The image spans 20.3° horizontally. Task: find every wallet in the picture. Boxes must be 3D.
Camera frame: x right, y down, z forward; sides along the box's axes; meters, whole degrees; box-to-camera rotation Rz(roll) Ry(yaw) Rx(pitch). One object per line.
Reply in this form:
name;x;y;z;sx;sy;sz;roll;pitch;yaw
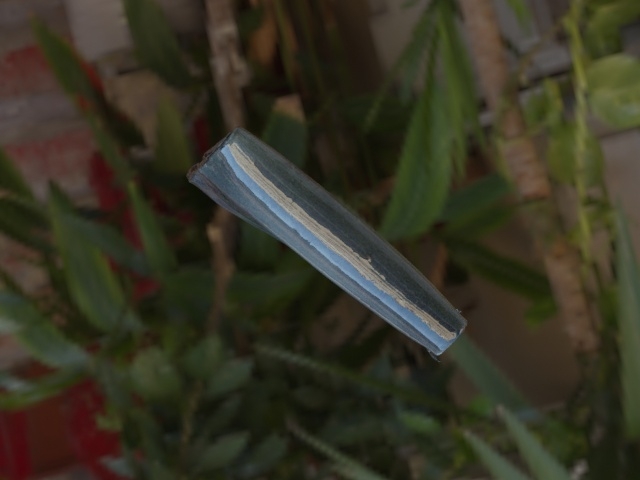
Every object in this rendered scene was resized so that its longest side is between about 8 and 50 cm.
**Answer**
wallet;-0.001;0.001;1.527;0.054;0.251;0.290;-52;-175;-5
